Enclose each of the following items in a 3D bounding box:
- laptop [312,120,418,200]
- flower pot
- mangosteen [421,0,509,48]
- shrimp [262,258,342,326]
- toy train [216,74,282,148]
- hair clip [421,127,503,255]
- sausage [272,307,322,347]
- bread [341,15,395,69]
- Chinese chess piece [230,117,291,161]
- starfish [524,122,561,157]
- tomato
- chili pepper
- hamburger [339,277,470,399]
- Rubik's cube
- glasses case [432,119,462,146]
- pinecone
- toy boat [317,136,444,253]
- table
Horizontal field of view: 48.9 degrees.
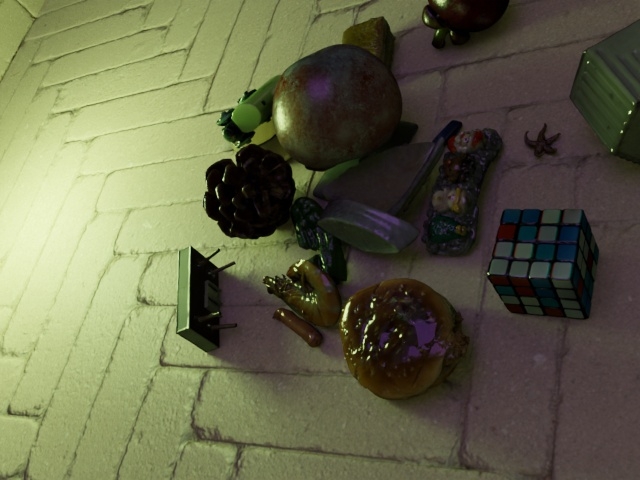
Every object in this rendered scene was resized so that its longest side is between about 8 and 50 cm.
[{"bbox_3d":[0.112,-0.201,1.773,0.187,0.015,0.269,20,73,40],"label":"laptop"},{"bbox_3d":[0.631,-0.283,1.357,0.239,0.209,0.190,-29,49,11],"label":"flower pot"},{"bbox_3d":[0.353,-0.602,1.780,0.257,0.215,0.215,-55,35,41],"label":"mangosteen"},{"bbox_3d":[-0.050,0.102,1.600,0.063,0.152,0.287,-26,31,-33],"label":"shrimp"},{"bbox_3d":[-0.157,-0.338,1.786,0.157,0.105,0.253,-31,15,35],"label":"toy train"},{"bbox_3d":[0.301,-0.126,1.547,0.138,0.091,0.321,0,59,36],"label":"hair clip"},{"bbox_3d":[-0.054,0.193,1.600,0.042,0.036,0.158,-46,45,-17],"label":"sausage"},{"bbox_3d":[0.125,-0.500,1.911,0.138,0.102,0.196,-8,58,32],"label":"bread"},{"bbox_3d":[-0.139,-0.321,1.962,0.249,0.103,0.250,-18,51,24],"label":"Chinese chess piece"},{"bbox_3d":[0.482,-0.216,1.533,0.078,0.028,0.091,0,58,27],"label":"starfish"},{"bbox_3d":[0.038,-0.315,1.687,0.316,0.283,0.317,-20,23,9],"label":"tomato"},{"bbox_3d":[-0.001,0.001,1.670,0.099,0.083,0.253,-31,53,13],"label":"chili pepper"},{"bbox_3d":[0.162,0.198,1.391,0.286,0.146,0.243,25,82,40],"label":"hamburger"},{"bbox_3d":[0.418,0.043,1.311,0.155,0.154,0.151,3,62,34],"label":"Rubik's cube"},{"bbox_3d":[0.302,-0.251,1.677,0.083,0.023,0.033,-47,42,-5],"label":"glasses case"},{"bbox_3d":[-0.175,-0.123,1.741,0.244,0.309,0.244,2,80,-10],"label":"pinecone"},{"bbox_3d":[0.128,-0.098,1.608,0.276,0.111,0.293,2,54,32],"label":"toy boat"},{"bbox_3d":[-0.272,0.131,1.728,0.111,0.121,0.240,-22,51,19],"label":"table"}]
